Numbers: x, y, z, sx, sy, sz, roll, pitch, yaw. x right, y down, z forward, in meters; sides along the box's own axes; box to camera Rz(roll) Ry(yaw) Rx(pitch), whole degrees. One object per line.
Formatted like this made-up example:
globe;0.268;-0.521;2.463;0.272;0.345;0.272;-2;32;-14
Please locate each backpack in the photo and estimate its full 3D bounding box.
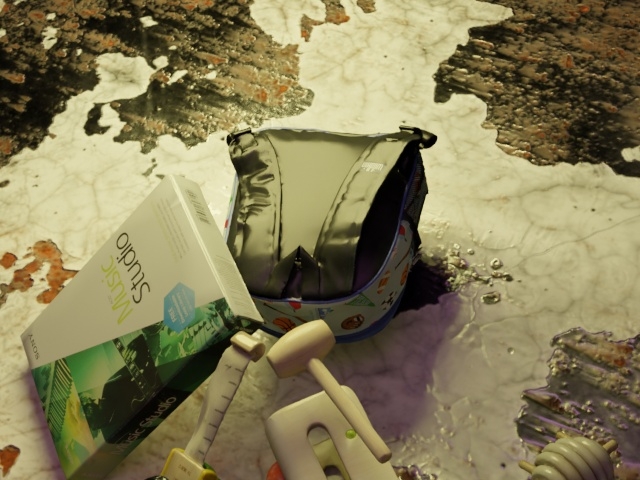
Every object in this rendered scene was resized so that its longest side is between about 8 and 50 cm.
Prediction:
backpack;0.000;0.000;1.496;0.277;0.213;0.263;1;48;20

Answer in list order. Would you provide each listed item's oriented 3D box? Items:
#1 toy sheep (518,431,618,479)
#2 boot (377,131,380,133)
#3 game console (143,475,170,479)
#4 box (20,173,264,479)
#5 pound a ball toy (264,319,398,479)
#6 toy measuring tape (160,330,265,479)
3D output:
toy sheep;0.280;0.258;1.340;0.132;0.091;0.091;-35;56;-20
boot;0.037;-0.099;1.665;0.114;0.037;0.106;-10;52;9
game console;-0.229;0.426;1.222;0.173;0.250;0.293;-5;62;-42
box;-0.227;0.109;1.454;0.322;0.058;0.232;-46;51;22
pound a ball toy;0.016;0.274;1.301;0.136;0.208;0.319;-24;55;-6
toy measuring tape;-0.114;0.264;1.348;0.121;0.121;0.330;25;94;25
